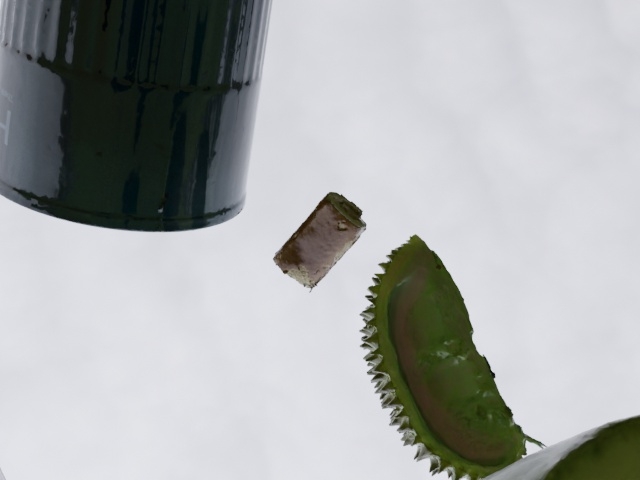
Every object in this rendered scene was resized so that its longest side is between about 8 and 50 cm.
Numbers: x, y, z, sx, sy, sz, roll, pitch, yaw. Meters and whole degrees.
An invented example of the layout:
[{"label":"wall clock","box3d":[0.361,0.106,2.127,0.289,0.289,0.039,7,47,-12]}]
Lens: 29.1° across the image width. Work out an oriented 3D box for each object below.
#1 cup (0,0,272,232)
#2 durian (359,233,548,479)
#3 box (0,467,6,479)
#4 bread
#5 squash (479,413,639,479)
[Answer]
[{"label":"cup","box3d":[-0.160,-0.197,1.108,0.242,0.292,0.308,11,-158,0]},{"label":"durian","box3d":[0.155,0.183,1.624,0.169,0.157,0.355,-30,-86,3]},{"label":"box","box3d":[-0.163,0.102,0.481,0.081,0.135,0.199,-28,-154,-19]},{"label":"bread","box3d":[0.000,0.000,1.041,0.047,0.083,0.036,34,-153,-15]},{"label":"squash","box3d":[0.062,0.164,0.525,0.169,0.252,0.093,-35,-99,-33]}]
